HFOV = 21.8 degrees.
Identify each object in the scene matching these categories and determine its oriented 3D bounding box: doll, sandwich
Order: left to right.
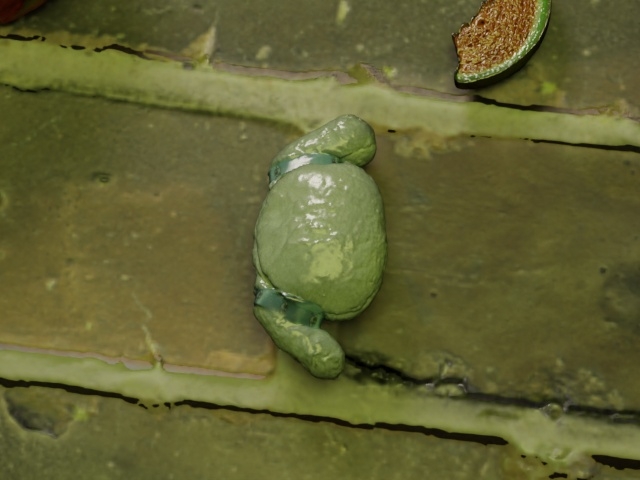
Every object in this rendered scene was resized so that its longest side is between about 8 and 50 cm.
[{"bbox_3d":[0.000,0.000,1.263,0.103,0.071,0.214,6,70,-2],"label":"doll"},{"bbox_3d":[0.149,-0.175,1.343,0.067,0.029,0.135,24,75,10],"label":"sandwich"}]

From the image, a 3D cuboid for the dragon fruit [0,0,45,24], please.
[{"bbox_3d":[-0.300,-0.321,1.280,0.290,0.189,0.291,1,75,-3],"label":"dragon fruit"}]
